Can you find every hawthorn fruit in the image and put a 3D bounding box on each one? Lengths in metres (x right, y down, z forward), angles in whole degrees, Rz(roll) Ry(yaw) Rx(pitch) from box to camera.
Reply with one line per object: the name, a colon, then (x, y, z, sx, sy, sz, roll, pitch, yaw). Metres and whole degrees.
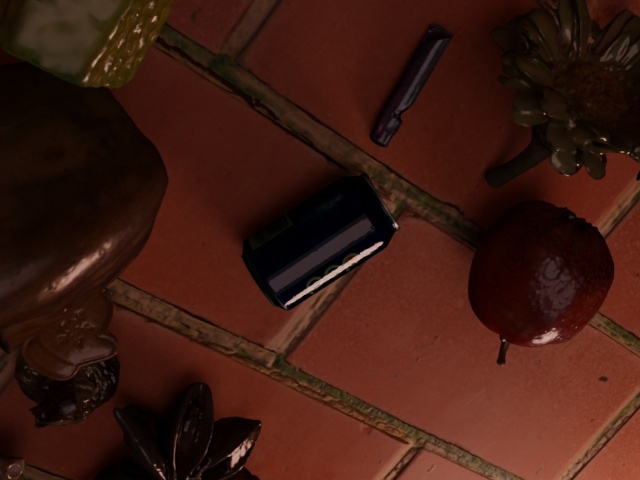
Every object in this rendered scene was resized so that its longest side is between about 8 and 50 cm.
hawthorn fruit: (0.308, 0.070, 1.360, 0.205, 0.205, 0.253, 19, 111, -26)

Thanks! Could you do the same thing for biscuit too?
biscuit: (-0.324, 0.122, 1.242, 0.118, 0.023, 0.140, 26, 82, -6)

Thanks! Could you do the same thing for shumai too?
shumai: (-0.340, 0.196, 1.285, 0.139, 0.105, 0.123, 17, 110, -53)

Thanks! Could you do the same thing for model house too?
model house: (-0.224, -0.302, 0.927, 0.215, 0.303, 0.237, 27, 108, -22)

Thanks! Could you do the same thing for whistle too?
whistle: (0.119, -0.204, 1.240, 0.033, 0.033, 0.177, 20, 111, -27)

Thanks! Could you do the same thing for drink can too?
drink can: (0.000, 0.000, 1.265, 0.204, 0.118, 0.118, -32, 123, 3)

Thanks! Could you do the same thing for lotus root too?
lotus root: (-0.329, -0.057, 1.070, 0.250, 0.316, 0.316, -30, 125, -22)

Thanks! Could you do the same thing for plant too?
plant: (0.345, -0.151, 1.210, 0.305, 0.261, 0.297, 9, 114, -34)

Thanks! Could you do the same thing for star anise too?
star anise: (-0.232, 0.347, 1.391, 0.315, 0.108, 0.315, -7, 121, -11)

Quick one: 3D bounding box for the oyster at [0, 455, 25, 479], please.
oyster: (-0.552, 0.406, 1.312, 0.351, 0.115, 0.238, -40, 122, 6)
